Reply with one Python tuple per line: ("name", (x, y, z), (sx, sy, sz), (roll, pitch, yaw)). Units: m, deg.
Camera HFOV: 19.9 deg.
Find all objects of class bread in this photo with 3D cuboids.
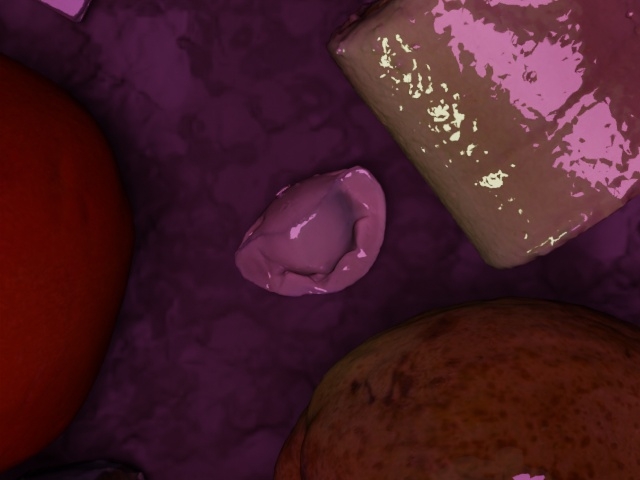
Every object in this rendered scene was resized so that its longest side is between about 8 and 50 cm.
("bread", (0.099, -0.081, 0.837), (0.148, 0.134, 0.141), (-38, 93, -6))

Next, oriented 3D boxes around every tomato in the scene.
("tomato", (-0.217, 0.015, 0.850), (0.260, 0.180, 0.260), (1, 99, 4))

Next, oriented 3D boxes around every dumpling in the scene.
("dumpling", (-0.001, 0.000, 0.901), (0.077, 0.043, 0.059), (-45, 108, -8))

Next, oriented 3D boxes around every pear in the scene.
("pear", (0.080, 0.137, 0.833), (0.211, 0.188, 0.228), (13, 100, 0))

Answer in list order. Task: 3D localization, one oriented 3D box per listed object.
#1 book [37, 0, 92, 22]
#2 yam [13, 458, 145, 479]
("book", (-0.169, -0.204, 0.904), (0.181, 0.014, 0.127), (28, 97, 1))
("yam", (-0.152, 0.229, 0.825), (0.201, 0.271, 0.202), (-38, 86, 9))
